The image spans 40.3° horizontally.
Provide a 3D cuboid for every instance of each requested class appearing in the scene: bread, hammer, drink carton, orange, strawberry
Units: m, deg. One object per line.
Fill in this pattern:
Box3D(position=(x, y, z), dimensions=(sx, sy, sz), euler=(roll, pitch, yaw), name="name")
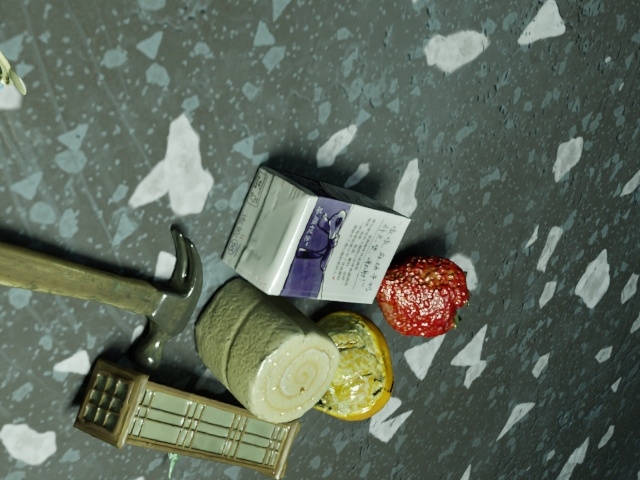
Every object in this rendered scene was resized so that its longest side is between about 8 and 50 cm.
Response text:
Box3D(position=(-0.070, 0.139, 1.107), dimensions=(0.134, 0.141, 0.148), euler=(-52, 140, -2), name="bread")
Box3D(position=(-0.278, 0.036, 0.868), dimensions=(0.440, 0.044, 0.168), euler=(20, 99, -56), name="hammer")
Box3D(position=(0.001, -0.001, 1.122), dimensions=(0.222, 0.101, 0.134), euler=(11, 105, -50), name="drink carton")
Box3D(position=(0.035, 0.181, 1.246), dimensions=(0.134, 0.157, 0.156), euler=(-26, 147, 21), name="orange")
Box3D(position=(0.152, 0.085, 1.342), dimensions=(0.148, 0.131, 0.131), euler=(6, 117, -5), name="strawberry")

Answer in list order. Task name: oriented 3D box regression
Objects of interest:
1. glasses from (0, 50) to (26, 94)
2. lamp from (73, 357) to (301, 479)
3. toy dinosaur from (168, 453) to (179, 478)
Box3D(position=(-0.373, -0.134, 0.680), dimensions=(0.220, 0.088, 0.190), euler=(-35, 142, 4), name="glasses")
Box3D(position=(-0.155, 0.231, 1.102), dimensions=(0.325, 0.089, 0.090), euler=(33, 73, -52), name="lamp")
Box3D(position=(-0.184, 0.270, 1.167), dimensions=(0.062, 0.021, 0.083), euler=(-18, 120, -50), name="toy dinosaur")
